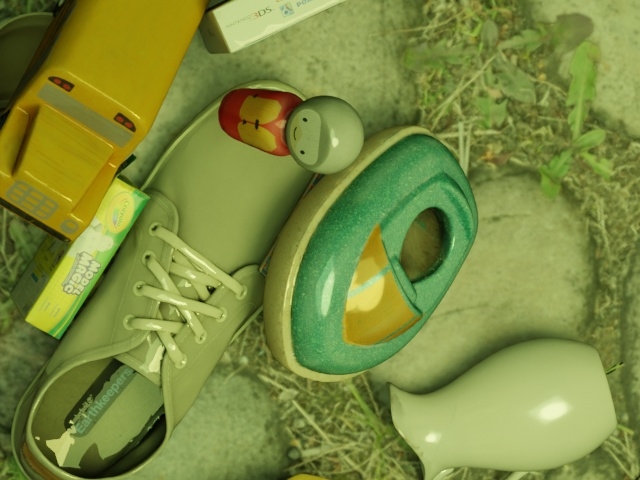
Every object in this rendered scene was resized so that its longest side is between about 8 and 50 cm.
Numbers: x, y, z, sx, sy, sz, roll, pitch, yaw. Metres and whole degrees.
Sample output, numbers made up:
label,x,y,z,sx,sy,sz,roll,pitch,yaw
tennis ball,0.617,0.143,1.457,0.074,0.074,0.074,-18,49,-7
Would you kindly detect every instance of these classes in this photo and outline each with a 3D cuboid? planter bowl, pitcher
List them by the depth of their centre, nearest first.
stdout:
label,x,y,z,sx,sy,sz,roll,pitch,yaw
planter bowl,-0.254,-0.110,1.774,0.162,0.109,0.162,17,56,-27
pitcher,0.184,0.190,1.918,0.207,0.125,0.178,-15,122,3

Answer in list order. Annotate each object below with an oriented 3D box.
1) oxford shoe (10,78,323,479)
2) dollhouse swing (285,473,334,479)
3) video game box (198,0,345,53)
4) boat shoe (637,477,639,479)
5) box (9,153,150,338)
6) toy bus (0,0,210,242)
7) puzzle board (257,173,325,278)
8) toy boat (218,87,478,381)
label,x,y,z,sx,sy,sz,roll,pitch,yaw
oxford shoe,-0.134,0.053,1.829,0.169,0.130,0.449,34,90,-11
dollhouse swing,-0.069,0.444,1.811,0.305,0.347,0.315,-16,143,-35
video game box,-0.016,-0.224,1.768,0.187,0.205,0.048,-27,98,-6
boat shoe,0.342,0.288,1.991,0.206,0.075,0.065,-42,146,-7
box,-0.218,-0.004,1.815,0.043,0.105,0.179,30,92,-21
toy bus,-0.181,-0.163,1.694,0.108,0.130,0.333,33,51,-16
puzzle board,0.000,0.000,1.860,0.096,0.011,0.128,45,70,-43
toy boat,0.029,-0.018,1.767,0.267,0.148,0.318,-54,134,-20
